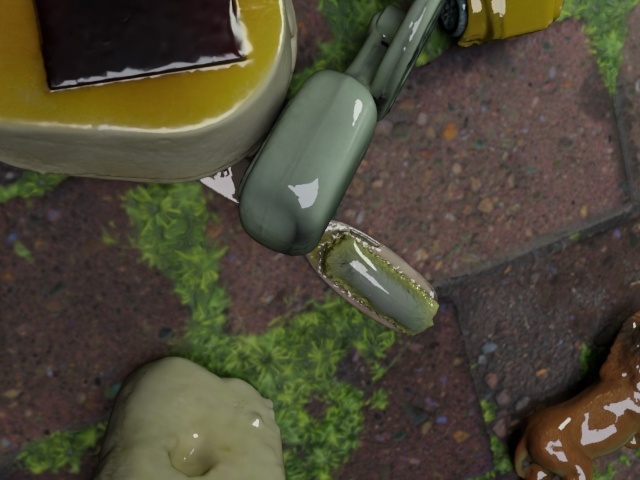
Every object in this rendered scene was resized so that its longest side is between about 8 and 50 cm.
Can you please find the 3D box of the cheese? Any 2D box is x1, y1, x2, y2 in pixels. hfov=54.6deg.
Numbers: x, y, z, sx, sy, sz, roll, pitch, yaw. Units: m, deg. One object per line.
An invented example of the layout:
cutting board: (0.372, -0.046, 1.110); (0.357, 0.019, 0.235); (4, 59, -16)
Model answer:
cheese: (-0.135, 0.269, 0.537); (0.174, 0.248, 0.251); (25, 100, -17)

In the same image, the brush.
brush: (0.001, -0.001, 0.609); (0.313, 0.067, 0.072); (37, 91, -16)

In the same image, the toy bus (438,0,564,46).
toy bus: (0.158, -0.354, 0.548); (0.121, 0.123, 0.335); (-15, 104, -12)

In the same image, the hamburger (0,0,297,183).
hamburger: (-0.165, -0.161, 0.491); (0.296, 0.151, 0.226); (4, 92, -7)

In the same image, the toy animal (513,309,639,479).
toy animal: (0.328, 0.207, 0.731); (0.312, 0.097, 0.157); (-35, 95, -3)

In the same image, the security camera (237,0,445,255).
security camera: (0.027, -0.126, 0.533); (0.080, 0.157, 0.301); (30, 77, 3)
